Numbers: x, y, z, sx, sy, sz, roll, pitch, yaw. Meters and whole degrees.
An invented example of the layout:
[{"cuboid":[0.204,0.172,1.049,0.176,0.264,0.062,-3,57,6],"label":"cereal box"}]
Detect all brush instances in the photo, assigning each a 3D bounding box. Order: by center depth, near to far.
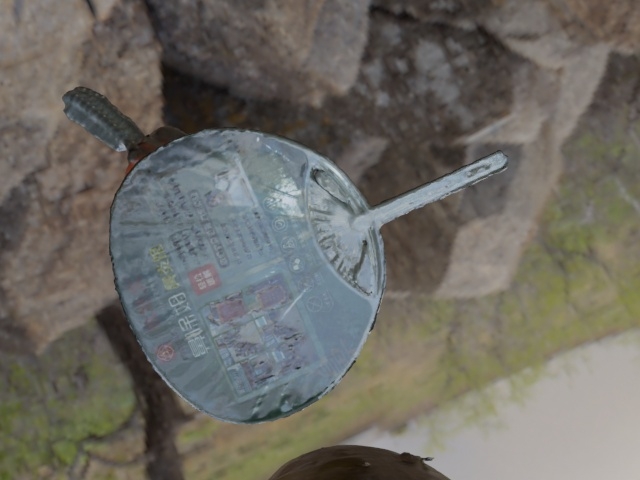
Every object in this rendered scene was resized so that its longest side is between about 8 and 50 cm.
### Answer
[{"cuboid":[-0.091,-0.025,1.149,0.051,0.323,0.070,-49,174,-48],"label":"brush"}]

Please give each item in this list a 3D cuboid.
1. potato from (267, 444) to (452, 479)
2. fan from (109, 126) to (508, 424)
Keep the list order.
[{"cuboid":[0.049,0.238,0.955,0.192,0.296,0.141,17,105,-17],"label":"potato"},{"cuboid":[-0.013,0.031,1.015,0.294,0.223,0.012,4,-175,-8],"label":"fan"}]
